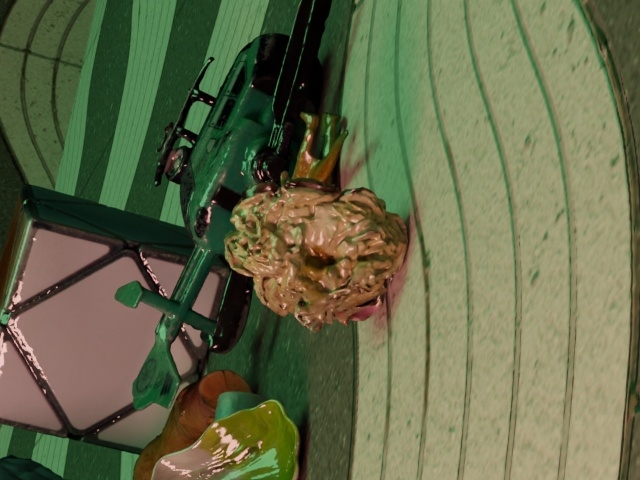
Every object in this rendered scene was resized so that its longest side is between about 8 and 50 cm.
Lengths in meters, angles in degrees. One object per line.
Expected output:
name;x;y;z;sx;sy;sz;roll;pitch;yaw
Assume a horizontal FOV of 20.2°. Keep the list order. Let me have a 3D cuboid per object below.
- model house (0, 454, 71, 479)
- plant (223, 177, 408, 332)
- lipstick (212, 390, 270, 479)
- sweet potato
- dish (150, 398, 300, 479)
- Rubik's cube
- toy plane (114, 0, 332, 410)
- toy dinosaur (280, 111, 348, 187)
model house;-0.288;0.398;1.610;0.339;0.297;0.360;8;91;44
plant;0.000;0.000;1.202;0.104;0.116;0.122;-58;-3;11
lipstick;-0.068;0.195;1.369;0.048;0.048;0.158;131;151;-61
sweet potato;-0.125;0.189;1.583;0.281;0.059;0.067;125;165;-52
dish;-0.064;0.177;1.320;0.137;0.039;0.091;-21;52;25
Rubik's cube;-0.223;0.079;1.787;0.205;0.205;0.207;-140;67;-75
toy plane;-0.079;-0.034;1.515;0.381;0.106;0.155;-65;23;-6
toy dinosaur;-0.005;-0.036;1.391;0.162;0.039;0.126;-123;42;-76
